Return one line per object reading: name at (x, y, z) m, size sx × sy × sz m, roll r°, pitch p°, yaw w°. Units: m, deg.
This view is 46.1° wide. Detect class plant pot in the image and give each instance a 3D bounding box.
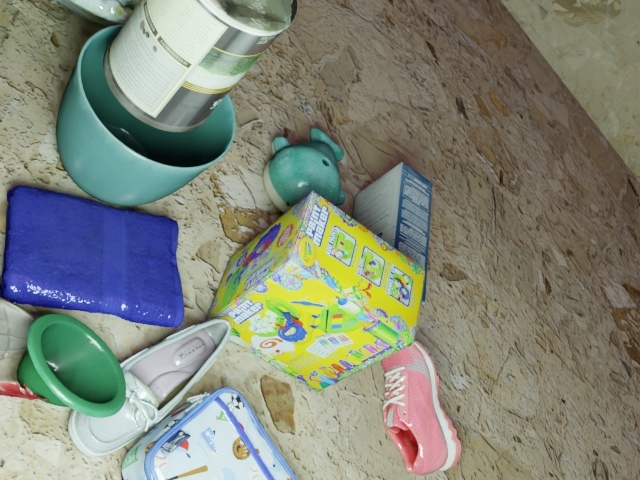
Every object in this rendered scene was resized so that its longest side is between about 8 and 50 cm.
plant pot at (-0.338, -0.197, 1.357) m, size 0.293 × 0.235 × 0.293 m, roll 22°, pitch 51°, yaw -30°

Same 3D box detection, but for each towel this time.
towel at (-0.388, 0.035, 1.293) m, size 0.308 × 0.076 × 0.227 m, roll 15°, pitch 48°, yaw -33°
towel at (-0.507, -0.500, 1.382) m, size 0.374 × 0.090 × 0.320 m, roll 26°, pitch 7°, yaw -24°

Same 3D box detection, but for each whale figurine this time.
whale figurine at (-0.012, -0.167, 1.686) m, size 0.216 × 0.141 × 0.272 m, roll 43°, pitch 44°, yaw -11°

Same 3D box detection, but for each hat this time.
hat at (-0.429, 0.223, 1.127) m, size 0.208 × 0.183 × 0.173 m, roll 50°, pitch 14°, yaw -7°

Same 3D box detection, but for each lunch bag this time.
lunch bag at (-0.158, 0.394, 1.211) m, size 0.243 × 0.115 × 0.303 m, roll -35°, pitch 96°, yaw -45°

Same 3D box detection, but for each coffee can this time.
coffee can at (-0.196, -0.329, 1.190) m, size 0.201 × 0.275 × 0.201 m, roll 21°, pitch 52°, yaw -30°

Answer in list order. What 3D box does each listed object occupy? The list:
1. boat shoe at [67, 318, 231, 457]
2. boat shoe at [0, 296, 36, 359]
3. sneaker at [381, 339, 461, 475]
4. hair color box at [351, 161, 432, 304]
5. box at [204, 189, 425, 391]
boat shoe at (-0.273, 0.229, 1.238) m, size 0.118 × 0.103 × 0.320 m, roll 54°, pitch 44°, yaw 2°
boat shoe at (-0.560, 0.082, 1.075) m, size 0.324 × 0.123 × 0.116 m, roll 27°, pitch 19°, yaw -42°
sneaker at (0.182, 0.332, 1.556) m, size 0.136 × 0.116 × 0.314 m, roll -8°, pitch 69°, yaw -42°
hair color box at (0.150, 0.011, 1.689) m, size 0.105 × 0.174 × 0.347 m, roll 31°, pitch 48°, yaw -24°
box at (-0.010, 0.107, 1.405) m, size 0.279 × 0.290 × 0.177 m, roll 35°, pitch 46°, yaw -20°
